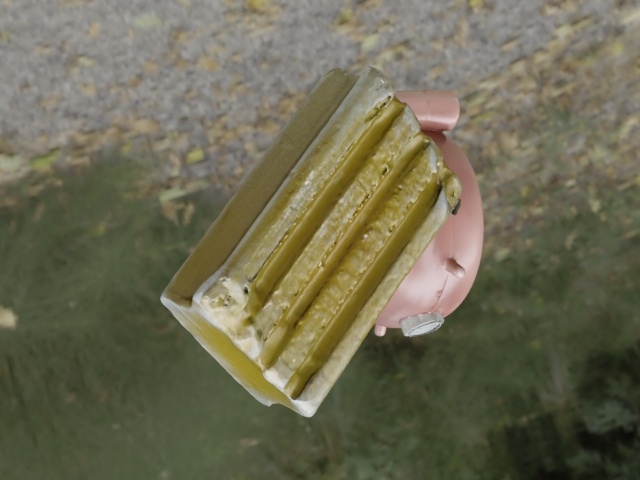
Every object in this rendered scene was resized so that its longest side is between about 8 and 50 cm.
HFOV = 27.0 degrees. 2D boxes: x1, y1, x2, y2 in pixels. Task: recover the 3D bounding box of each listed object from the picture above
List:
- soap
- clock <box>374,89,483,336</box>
[{"bbox_3d":[0.000,0.000,1.190,0.089,0.274,0.173,9,147,48],"label":"soap"},{"bbox_3d":[0.073,-0.013,1.445,0.142,0.241,0.227,-5,161,-27],"label":"clock"}]
